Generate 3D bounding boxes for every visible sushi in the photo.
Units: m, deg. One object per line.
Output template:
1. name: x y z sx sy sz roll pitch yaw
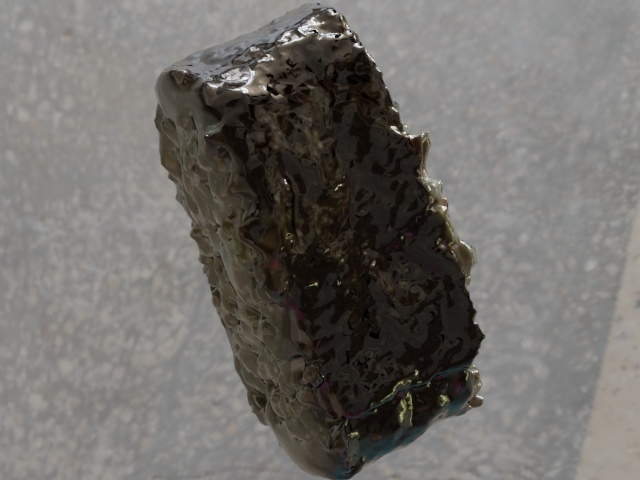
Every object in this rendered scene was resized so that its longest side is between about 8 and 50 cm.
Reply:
1. sushi: 0.000 0.000 0.478 0.078 0.090 0.150 -26 104 -19
